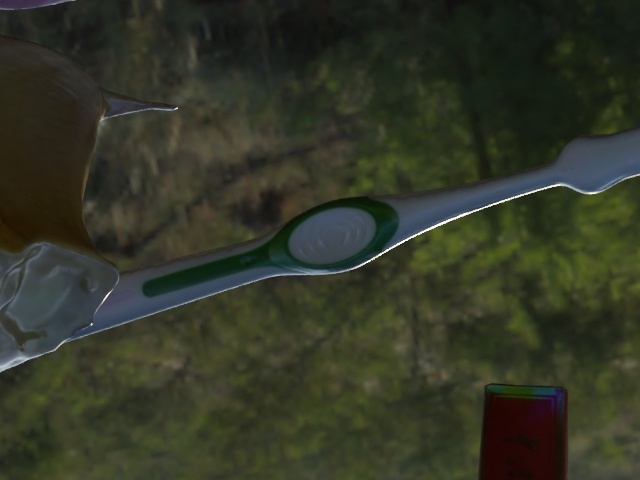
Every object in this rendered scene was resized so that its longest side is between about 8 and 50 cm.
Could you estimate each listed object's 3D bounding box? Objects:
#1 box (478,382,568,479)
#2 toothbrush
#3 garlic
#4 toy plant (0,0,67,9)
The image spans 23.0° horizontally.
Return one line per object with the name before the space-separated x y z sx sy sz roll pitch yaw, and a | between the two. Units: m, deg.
box | 0.114 0.171 0.881 0.048 0.112 0.175 2 146 8
toothbrush | -0.001 0.000 0.895 0.418 0.042 0.040 -16 177 14
garlic | -0.166 -0.026 0.768 0.164 0.145 0.245 4 -150 1
toy plant | -0.274 -0.371 1.259 0.317 0.356 0.210 13 -144 33
